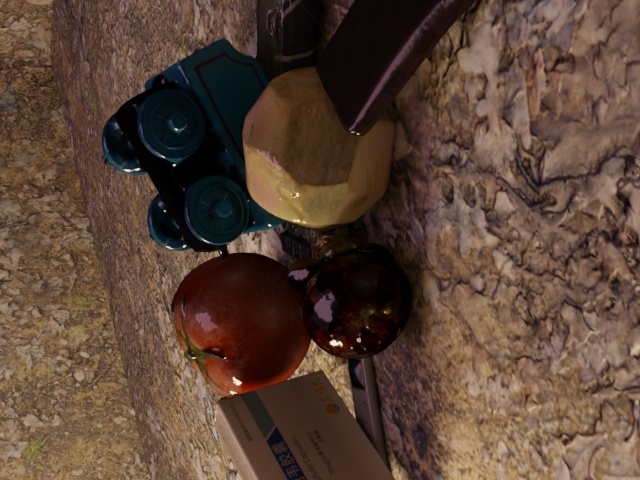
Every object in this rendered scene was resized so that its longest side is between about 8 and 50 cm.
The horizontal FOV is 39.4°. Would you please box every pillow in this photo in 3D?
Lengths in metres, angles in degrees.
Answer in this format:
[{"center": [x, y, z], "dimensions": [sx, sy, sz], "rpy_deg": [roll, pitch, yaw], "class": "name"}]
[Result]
[{"center": [-0.060, -0.315, 1.455], "dimensions": [0.161, 0.092, 0.335], "rpy_deg": [-123, 32, -54], "class": "pillow"}]

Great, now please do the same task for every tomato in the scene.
[{"center": [-0.135, 0.145, 1.609], "dimensions": [0.265, 0.264, 0.265], "rpy_deg": [171, 90, -66], "class": "tomato"}]

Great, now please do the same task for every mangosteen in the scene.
[{"center": [0.040, 0.081, 1.278], "dimensions": [0.184, 0.172, 0.173], "rpy_deg": [33, 131, 35], "class": "mangosteen"}]

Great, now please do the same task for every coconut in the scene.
[{"center": [-0.009, -0.120, 1.267], "dimensions": [0.197, 0.237, 0.237], "rpy_deg": [19, 122, 24], "class": "coconut"}]

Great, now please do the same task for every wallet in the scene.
[{"center": [0.082, -0.257, 1.107], "dimensions": [0.229, 0.049, 0.182], "rpy_deg": [-52, 42, 26], "class": "wallet"}]

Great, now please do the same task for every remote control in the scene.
[{"center": [0.076, 0.309, 1.448], "dimensions": [0.067, 0.029, 0.261], "rpy_deg": [-5, 93, 65], "class": "remote control"}]

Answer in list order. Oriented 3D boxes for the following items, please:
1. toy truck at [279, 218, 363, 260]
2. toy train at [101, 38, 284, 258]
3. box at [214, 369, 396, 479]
[{"center": [0.000, 0.000, 1.446], "dimensions": [0.192, 0.083, 0.092], "rpy_deg": [-153, 57, -63], "class": "toy truck"}, {"center": [-0.164, -0.130, 1.382], "dimensions": [0.188, 0.265, 0.300], "rpy_deg": [-10, 113, 55], "class": "toy train"}, {"center": [-0.012, 0.361, 1.394], "dimensions": [0.343, 0.200, 0.065], "rpy_deg": [53, 147, 43], "class": "box"}]
